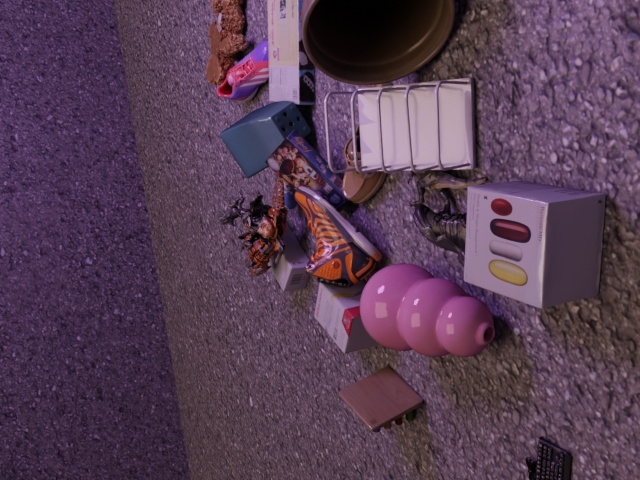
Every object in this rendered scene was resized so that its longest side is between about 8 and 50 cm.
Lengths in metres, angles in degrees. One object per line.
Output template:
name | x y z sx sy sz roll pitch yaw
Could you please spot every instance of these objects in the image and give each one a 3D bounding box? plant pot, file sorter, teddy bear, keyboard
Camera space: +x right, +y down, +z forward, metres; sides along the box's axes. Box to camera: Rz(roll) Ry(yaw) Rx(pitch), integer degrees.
plant pot | 0.104 -0.553 1.508 0.323 0.323 0.280 121 148 -49
file sorter | 0.170 -0.240 1.473 0.278 0.173 0.192 3 102 34
plant pot | -0.153 -0.320 2.076 0.234 0.166 0.165 -13 114 54
teddy bear | -0.314 -0.704 2.370 0.245 0.113 0.337 -8 83 53
keyboard | 0.463 0.497 1.416 0.108 0.023 0.180 22 116 57

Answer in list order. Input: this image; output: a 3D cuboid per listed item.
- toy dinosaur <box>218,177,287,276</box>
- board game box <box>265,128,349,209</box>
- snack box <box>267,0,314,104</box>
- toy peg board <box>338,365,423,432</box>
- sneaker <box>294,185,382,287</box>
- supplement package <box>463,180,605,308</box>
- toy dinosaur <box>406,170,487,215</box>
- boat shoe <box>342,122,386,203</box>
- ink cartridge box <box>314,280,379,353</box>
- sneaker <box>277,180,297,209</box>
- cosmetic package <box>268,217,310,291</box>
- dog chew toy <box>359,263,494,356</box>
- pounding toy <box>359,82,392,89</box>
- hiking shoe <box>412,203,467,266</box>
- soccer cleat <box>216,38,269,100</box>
toy dinosaur | -0.173 -0.050 2.152 0.218 0.164 0.321 38 99 29
board game box | -0.031 -0.180 1.939 0.243 0.042 0.165 45 148 -5
snack box | -0.088 -0.571 2.037 0.187 0.060 0.321 23 118 54
toy peg board | 0.160 0.435 1.802 0.161 0.161 0.079 39 146 50
sneaker | 0.000 0.000 1.852 0.180 0.124 0.321 -46 62 2
supplement package | 0.391 0.000 1.276 0.203 0.149 0.194 20 115 58
toy dinosaur | 0.259 -0.123 1.564 0.268 0.064 0.118 31 117 50
boat shoe | 0.111 -0.228 1.736 0.121 0.110 0.341 59 144 33
ink cartridge box | 0.083 0.198 1.884 0.176 0.127 0.128 46 136 45
sneaker | -0.075 -0.178 2.103 0.081 0.080 0.211 56 143 42
cosmetic package | -0.120 0.044 2.241 0.231 0.086 0.117 59 143 36
dog chew toy | 0.244 0.169 1.543 0.332 0.207 0.206 15 111 49
pounding toy | 0.102 -0.442 1.710 0.206 0.094 0.181 66 147 25
hiking shoe | 0.304 -0.028 1.488 0.227 0.086 0.114 40 117 26
soccer cleat | -0.240 -0.549 2.248 0.318 0.117 0.108 -32 70 58
